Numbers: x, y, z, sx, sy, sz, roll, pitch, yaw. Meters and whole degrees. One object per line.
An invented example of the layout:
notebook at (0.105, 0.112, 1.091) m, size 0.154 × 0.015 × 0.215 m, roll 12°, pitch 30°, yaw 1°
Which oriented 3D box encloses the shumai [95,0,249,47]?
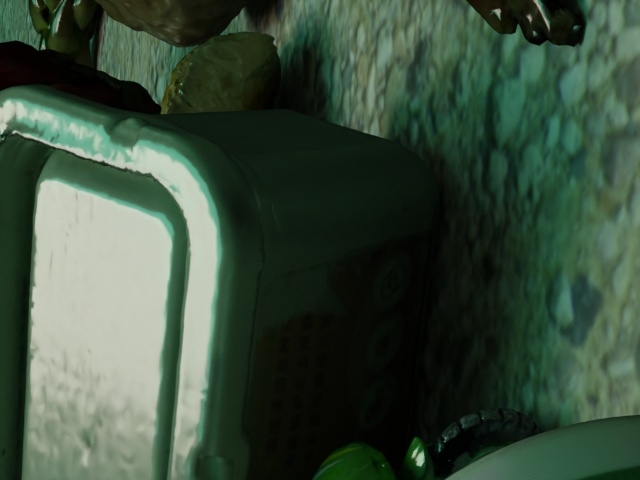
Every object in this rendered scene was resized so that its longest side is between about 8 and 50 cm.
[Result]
shumai at (-0.175, -0.302, 0.994) m, size 0.217 × 0.283 × 0.346 m, roll 153°, pitch 118°, yaw -71°

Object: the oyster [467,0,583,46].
oyster at (0.037, -0.238, 0.666) m, size 0.361 × 0.096 × 0.221 m, roll -124°, pitch 45°, yaw -56°

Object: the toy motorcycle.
toy motorcycle at (0.030, 0.148, 0.643) m, size 0.074 × 0.106 × 0.190 m, roll -116°, pitch 33°, yaw -54°

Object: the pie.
pie at (-0.065, -0.025, 0.928) m, size 0.179 × 0.084 × 0.205 m, roll 100°, pitch 179°, yaw -67°

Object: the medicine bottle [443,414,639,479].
medicine bottle at (0.104, 0.188, 0.382) m, size 0.133 × 0.133 × 0.274 m, roll 109°, pitch 155°, yaw -43°

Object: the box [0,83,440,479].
box at (-0.053, 0.081, 0.734) m, size 0.175 × 0.182 × 0.312 m, roll 20°, pitch 112°, yaw 38°

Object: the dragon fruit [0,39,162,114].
dragon fruit at (-0.232, 0.012, 1.103) m, size 0.329 × 0.329 × 0.329 m, roll 180°, pitch 90°, yaw -71°

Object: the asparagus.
asparagus at (-0.265, -0.240, 1.590) m, size 0.080 × 0.080 × 0.287 m, roll -118°, pitch 28°, yaw -55°
